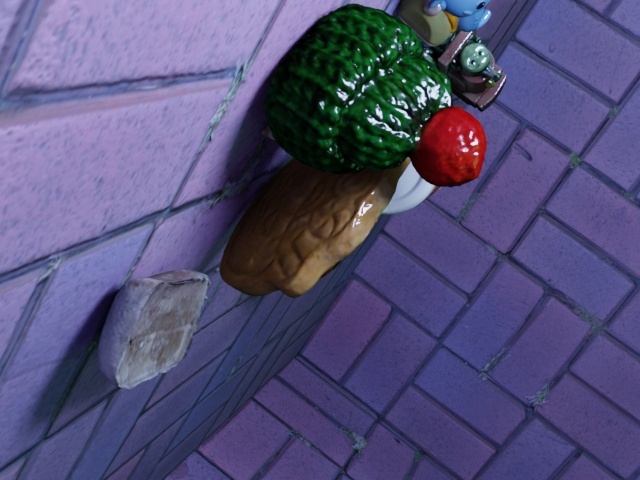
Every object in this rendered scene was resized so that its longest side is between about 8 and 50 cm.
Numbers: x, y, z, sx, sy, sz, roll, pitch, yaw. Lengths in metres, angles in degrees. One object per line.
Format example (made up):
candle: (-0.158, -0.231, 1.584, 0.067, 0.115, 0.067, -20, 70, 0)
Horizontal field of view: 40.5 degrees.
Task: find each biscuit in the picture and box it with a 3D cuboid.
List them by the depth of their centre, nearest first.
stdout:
biscuit: (-0.021, -0.064, 1.534, 0.385, 0.062, 0.365, -55, -150, -16)

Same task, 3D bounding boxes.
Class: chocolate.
chocolate: (-0.277, 0.129, 1.408, 0.185, 0.100, 0.303, -65, 173, 5)

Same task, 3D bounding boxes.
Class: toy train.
toy train: (0.319, -0.415, 1.990, 0.150, 0.221, 0.304, -52, 170, 5)

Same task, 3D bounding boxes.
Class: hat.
hat: (0.104, -0.197, 1.335, 0.274, 0.332, 0.242, -54, 162, -7)

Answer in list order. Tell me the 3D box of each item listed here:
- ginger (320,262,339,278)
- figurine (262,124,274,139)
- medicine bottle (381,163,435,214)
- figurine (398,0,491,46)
ginger: (0.000, 0.000, 2.134, 0.321, 0.172, 0.165, -39, 125, -55)
figurine: (-0.065, -0.193, 1.469, 0.050, 0.047, 0.083, -70, 161, 8)
medicine bottle: (0.165, -0.195, 1.935, 0.252, 0.252, 0.241, -57, 171, 20)
figurine: (0.255, -0.474, 1.649, 0.180, 0.154, 0.262, -13, 163, -25)
